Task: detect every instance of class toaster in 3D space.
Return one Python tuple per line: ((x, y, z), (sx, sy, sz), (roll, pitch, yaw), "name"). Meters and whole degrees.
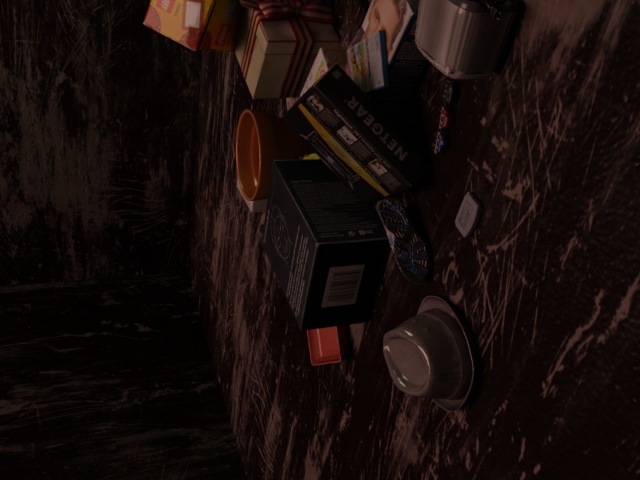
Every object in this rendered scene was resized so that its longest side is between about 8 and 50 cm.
((0.262, -0.392, 1.248), (0.227, 0.129, 0.146), (-120, 29, -45), "toaster")

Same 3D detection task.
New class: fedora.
((0.218, 0.248, 1.475), (0.275, 0.124, 0.243), (-136, 47, -60), "fedora")

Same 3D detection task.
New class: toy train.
((0.259, -0.251, 1.417), (0.036, 0.027, 0.158), (39, 130, 48), "toy train")

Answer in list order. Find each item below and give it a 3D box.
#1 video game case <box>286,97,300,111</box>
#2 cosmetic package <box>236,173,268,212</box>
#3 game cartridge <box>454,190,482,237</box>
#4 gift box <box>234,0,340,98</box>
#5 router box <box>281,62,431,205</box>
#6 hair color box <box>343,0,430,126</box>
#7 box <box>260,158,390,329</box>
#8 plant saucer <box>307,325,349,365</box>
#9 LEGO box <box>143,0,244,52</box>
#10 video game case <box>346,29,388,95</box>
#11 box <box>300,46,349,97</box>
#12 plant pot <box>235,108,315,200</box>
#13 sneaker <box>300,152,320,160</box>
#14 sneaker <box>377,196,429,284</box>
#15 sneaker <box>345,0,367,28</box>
((-0.078, -0.510, 2.253), (0.183, 0.023, 0.201), (145, 120, -66), "video game case")
((-0.209, -0.250, 2.483), (0.224, 0.138, 0.224), (-125, 36, -54), "cosmetic package")
((0.297, -0.050, 1.370), (0.056, 0.017, 0.083), (-111, 26, -45), "game cartridge")
((-0.118, -0.597, 2.002), (0.276, 0.255, 0.258), (64, 150, 25), "gift box")
((0.075, -0.231, 1.575), (0.309, 0.081, 0.243), (45, 161, -10), "router box")
((0.159, -0.424, 1.537), (0.347, 0.105, 0.173), (116, 143, -52), "hair color box")
((0.000, 0.000, 1.878), (0.395, 0.212, 0.293), (-119, 32, -46), "box")
((0.018, 0.248, 2.107), (0.259, 0.048, 0.258), (148, 116, -66), "plant saucer")
((-0.268, -0.818, 2.006), (0.500, 0.193, 0.372), (-64, -11, 19), "LEGO box")
((0.103, -0.385, 1.520), (0.166, 0.015, 0.119), (-179, 83, -67), "video game case")
((0.032, -0.415, 1.855), (0.203, 0.114, 0.103), (123, 138, -56), "box")
((-0.140, -0.275, 2.205), (0.291, 0.204, 0.290), (176, 90, -68), "plant pot")
((-0.043, -0.146, 2.113), (0.295, 0.124, 0.109), (-57, 37, 29), "sneaker")
((0.199, 0.002, 1.576), (0.081, 0.080, 0.211), (38, -147, -71), "sneaker")
((0.081, -0.635, 1.743), (0.066, 0.071, 0.188), (-121, 34, -49), "sneaker")
